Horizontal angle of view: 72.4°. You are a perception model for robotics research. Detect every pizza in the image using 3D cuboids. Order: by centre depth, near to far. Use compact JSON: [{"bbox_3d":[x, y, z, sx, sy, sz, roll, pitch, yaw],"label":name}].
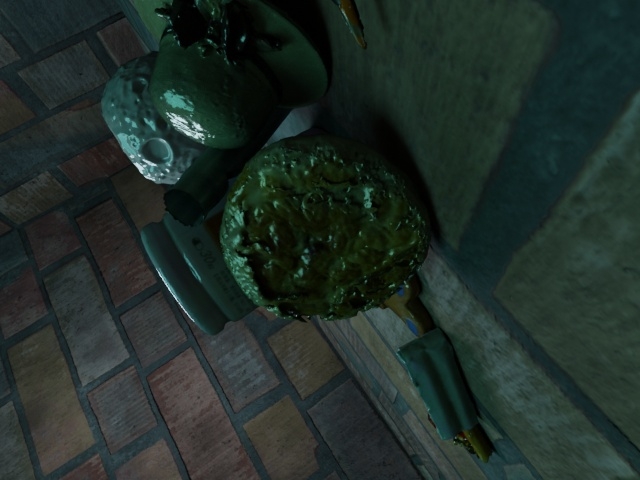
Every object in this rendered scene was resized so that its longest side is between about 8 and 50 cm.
[{"bbox_3d":[0.258,0.363,0.898,0.201,0.053,0.193,53,168,22],"label":"pizza"}]

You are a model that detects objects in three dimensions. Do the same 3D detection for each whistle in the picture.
[{"bbox_3d":[-0.121,-0.140,0.647,0.062,0.312,0.062,13,136,13],"label":"whistle"}]

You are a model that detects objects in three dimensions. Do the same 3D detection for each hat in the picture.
[{"bbox_3d":[-0.129,-0.188,0.544,0.257,0.130,0.257,19,170,3],"label":"hat"}]

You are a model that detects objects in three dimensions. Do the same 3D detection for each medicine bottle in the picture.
[{"bbox_3d":[-0.093,-0.018,0.699,0.202,0.315,0.202,54,169,15],"label":"medicine bottle"}]

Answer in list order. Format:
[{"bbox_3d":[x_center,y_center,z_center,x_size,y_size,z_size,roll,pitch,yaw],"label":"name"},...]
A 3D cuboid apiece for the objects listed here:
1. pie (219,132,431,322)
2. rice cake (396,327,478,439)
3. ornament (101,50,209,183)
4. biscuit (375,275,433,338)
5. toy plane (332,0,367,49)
[{"bbox_3d":[0.000,0.000,0.540,0.055,0.273,0.274,-87,-24,-55],"label":"pie"},{"bbox_3d":[0.205,0.251,0.749,0.226,0.084,0.040,63,175,-25],"label":"rice cake"},{"bbox_3d":[-0.381,-0.319,1.142,0.337,0.337,0.337,54,168,16],"label":"ornament"},{"bbox_3d":[0.092,0.064,0.830,0.324,0.049,0.206,44,163,57],"label":"biscuit"},{"bbox_3d":[0.007,-0.245,0.335,0.188,0.062,0.135,48,176,-36],"label":"toy plane"}]
